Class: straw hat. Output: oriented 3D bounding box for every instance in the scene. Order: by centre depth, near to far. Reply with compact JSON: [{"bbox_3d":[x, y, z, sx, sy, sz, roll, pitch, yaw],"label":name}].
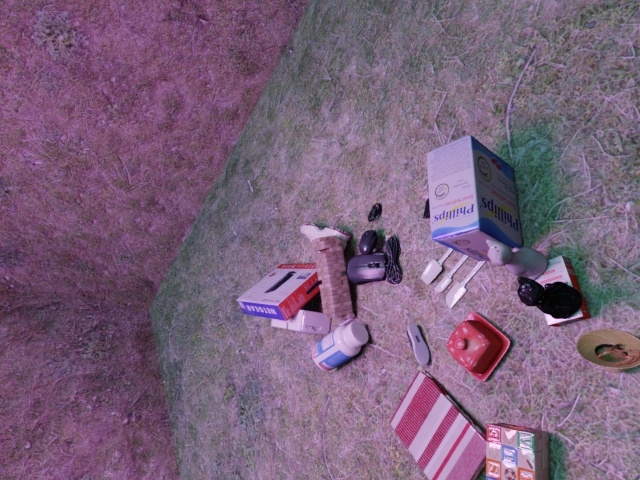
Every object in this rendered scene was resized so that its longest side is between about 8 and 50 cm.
[{"bbox_3d":[0.686,0.276,1.040,0.144,0.144,0.061,8,126,52],"label":"straw hat"}]

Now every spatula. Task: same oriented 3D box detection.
[{"bbox_3d":[0.446,0.080,1.444,0.242,0.019,0.168,-57,40,20],"label":"spatula"}]

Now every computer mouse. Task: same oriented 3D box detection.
[{"bbox_3d":[0.185,0.095,1.714,0.272,0.072,0.188,-21,62,45],"label":"computer mouse"},{"bbox_3d":[0.194,-0.051,1.731,0.071,0.041,0.242,-18,47,43],"label":"computer mouse"}]

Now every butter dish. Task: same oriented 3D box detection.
[{"bbox_3d":[0.436,0.306,1.293,0.160,0.118,0.160,45,113,48],"label":"butter dish"}]

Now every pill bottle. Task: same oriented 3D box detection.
[{"bbox_3d":[0.078,0.402,1.695,0.221,0.124,0.124,-41,48,34],"label":"pill bottle"}]

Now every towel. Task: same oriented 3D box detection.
[{"bbox_3d":[0.356,0.591,1.348,0.329,0.037,0.237,45,114,54],"label":"towel"}]

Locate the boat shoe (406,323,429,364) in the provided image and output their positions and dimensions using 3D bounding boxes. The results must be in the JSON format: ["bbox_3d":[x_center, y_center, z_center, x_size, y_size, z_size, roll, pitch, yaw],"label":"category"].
[{"bbox_3d":[0.325,0.350,1.480,0.040,0.049,0.142,102,158,-57],"label":"boat shoe"}]

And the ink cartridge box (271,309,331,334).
[{"bbox_3d":[-0.083,0.341,1.883,0.218,0.158,0.092,-2,76,50],"label":"ink cartridge box"}]

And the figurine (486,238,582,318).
[{"bbox_3d":[0.520,0.088,1.109,0.092,0.209,0.215,-52,42,27],"label":"figurine"}]

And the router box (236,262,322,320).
[{"bbox_3d":[-0.159,0.215,1.936,0.335,0.301,0.082,-4,118,49],"label":"router box"}]

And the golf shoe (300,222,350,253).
[{"bbox_3d":[0.000,0.000,1.947,0.306,0.115,0.140,14,92,53],"label":"golf shoe"}]

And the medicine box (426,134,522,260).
[{"bbox_3d":[0.453,-0.113,1.297,0.149,0.263,0.289,-19,61,44],"label":"medicine box"}]

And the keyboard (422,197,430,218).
[{"bbox_3d":[0.433,-0.102,1.523,0.180,0.023,0.108,-3,68,51],"label":"keyboard"}]

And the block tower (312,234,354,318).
[{"bbox_3d":[0.048,0.150,1.765,0.091,0.097,0.335,-21,78,60],"label":"block tower"}]

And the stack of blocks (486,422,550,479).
[{"bbox_3d":[0.514,0.630,1.106,0.171,0.087,0.297,-11,69,49],"label":"stack of blocks"}]

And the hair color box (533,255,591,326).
[{"bbox_3d":[0.631,0.135,1.169,0.093,0.053,0.167,-31,56,43],"label":"hair color box"}]
